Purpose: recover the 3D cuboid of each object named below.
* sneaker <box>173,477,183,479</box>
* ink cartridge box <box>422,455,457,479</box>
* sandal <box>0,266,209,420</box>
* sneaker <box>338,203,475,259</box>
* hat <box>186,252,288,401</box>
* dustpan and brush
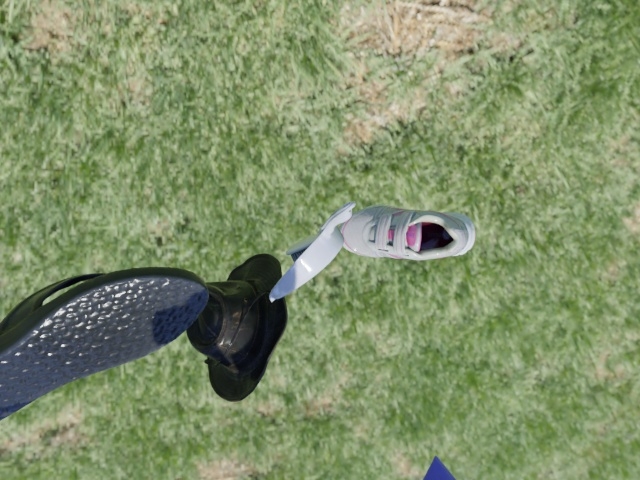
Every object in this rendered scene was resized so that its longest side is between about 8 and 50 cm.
[{"bbox_3d":[-0.304,0.581,1.773,0.112,0.131,0.319,-22,161,-17],"label":"sneaker"},{"bbox_3d":[0.111,0.258,0.491,0.045,0.206,0.208,-38,180,32],"label":"ink cartridge box"},{"bbox_3d":[-0.371,0.124,1.124,0.446,0.107,0.167,-25,142,6],"label":"sandal"},{"bbox_3d":[0.152,-0.016,1.474,0.252,0.103,0.111,-2,-178,11],"label":"sneaker"},{"bbox_3d":[-0.203,0.163,1.697,0.134,0.331,0.331,21,132,-29],"label":"hat"},{"bbox_3d":[0.000,0.000,1.199,0.060,0.147,0.211,48,139,-12],"label":"dustpan and brush"}]
